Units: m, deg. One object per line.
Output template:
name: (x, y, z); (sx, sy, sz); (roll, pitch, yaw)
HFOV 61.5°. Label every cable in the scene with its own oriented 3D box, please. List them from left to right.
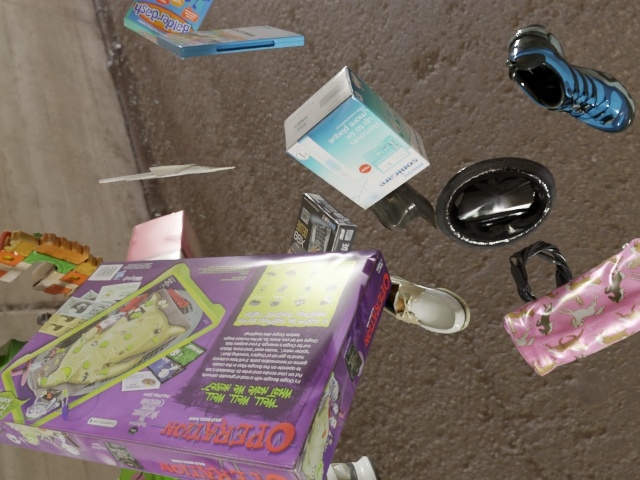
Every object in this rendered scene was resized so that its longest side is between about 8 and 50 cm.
cable: (0.579, 0.097, 1.399); (0.047, 0.150, 0.185); (123, 123, -78)

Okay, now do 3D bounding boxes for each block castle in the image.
block castle: (-0.612, 0.144, 1.176); (0.212, 0.453, 0.303); (-30, 55, 27)

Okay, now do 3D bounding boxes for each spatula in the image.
spatula: (-0.319, -0.138, 1.092); (0.241, 0.168, 0.019); (-2, 99, 27)

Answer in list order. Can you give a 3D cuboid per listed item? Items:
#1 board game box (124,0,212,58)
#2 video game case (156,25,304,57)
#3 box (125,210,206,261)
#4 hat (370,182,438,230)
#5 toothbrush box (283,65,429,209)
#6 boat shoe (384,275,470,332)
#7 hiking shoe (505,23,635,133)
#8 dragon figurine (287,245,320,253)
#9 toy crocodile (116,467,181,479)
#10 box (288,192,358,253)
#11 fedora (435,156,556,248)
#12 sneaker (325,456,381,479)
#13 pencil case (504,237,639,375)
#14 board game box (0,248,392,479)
board game box: (-0.367, -0.587, 1.341); (0.210, 0.160, 0.047); (-67, 17, -9)
video game case: (-0.122, -0.268, 0.719); (0.119, 0.166, 0.015); (41, 139, 50)
box: (-0.327, 0.062, 1.160); (0.232, 0.126, 0.149); (-112, 4, -58)
hat: (0.218, -0.122, 1.694); (0.134, 0.331, 0.331); (-42, 51, -1)
toothbrush box: (0.089, -0.239, 1.321); (0.216, 0.295, 0.126); (-34, 43, 28)
boat shoe: (0.226, 0.160, 1.333); (0.302, 0.103, 0.113); (13, 100, 55)
hiking shoe: (0.485, -0.287, 1.063); (0.132, 0.304, 0.113); (-64, 9, -31)
dragon figurine: (-0.027, 0.085, 1.455); (0.289, 0.144, 0.085); (-13, 55, 28)
toy crocodile: (-0.255, 0.450, 0.794); (0.115, 0.105, 0.341); (129, 131, -86)
box: (0.000, 0.000, 1.857); (0.307, 0.076, 0.243); (47, 126, 55)
fedora: (0.481, -0.130, 1.529); (0.334, 0.333, 0.153); (-58, 20, 31)
sneaker: (-0.022, 0.640, 1.039); (0.169, 0.257, 0.448); (-148, 58, -77)
pencil case: (0.614, 0.155, 1.228); (0.386, 0.167, 0.160); (-37, 96, 21)
board game box: (-0.127, 0.096, 0.477); (0.346, 0.208, 0.056); (-3, 124, 28)
